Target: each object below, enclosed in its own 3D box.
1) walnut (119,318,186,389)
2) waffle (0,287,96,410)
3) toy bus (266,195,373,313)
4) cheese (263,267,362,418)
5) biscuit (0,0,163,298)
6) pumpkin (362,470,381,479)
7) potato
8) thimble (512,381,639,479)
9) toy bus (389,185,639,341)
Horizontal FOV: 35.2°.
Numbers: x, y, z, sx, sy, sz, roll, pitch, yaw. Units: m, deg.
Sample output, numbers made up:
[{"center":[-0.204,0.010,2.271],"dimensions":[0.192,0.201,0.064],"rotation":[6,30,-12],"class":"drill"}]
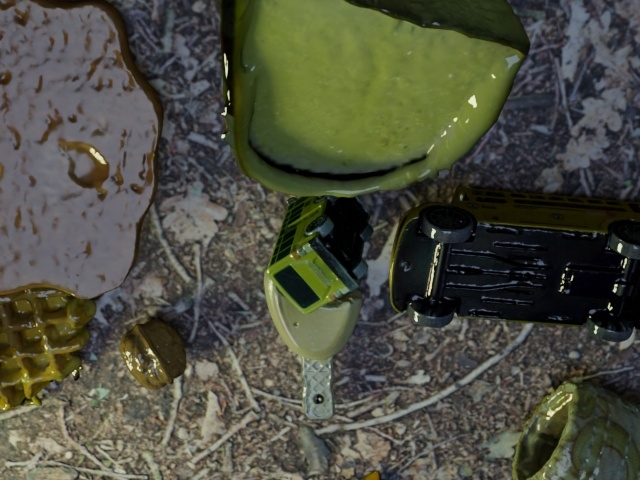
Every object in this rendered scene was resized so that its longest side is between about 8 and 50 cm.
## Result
[{"center":[-0.222,0.151,1.345],"dimensions":[0.079,0.082,0.096],"rotation":[-30,113,-15],"class":"walnut"},{"center":[-0.459,0.116,1.343],"dimensions":[0.329,0.062,0.329],"rotation":[0,115,1],"class":"waffle"},{"center":[0.000,0.000,1.214],"dimensions":[0.101,0.175,0.088],"rotation":[-33,111,23],"class":"toy bus"},{"center":[-0.008,0.138,1.345],"dimensions":[0.127,0.049,0.235],"rotation":[0,115,1],"class":"cheese"},{"center":[-0.371,-0.120,1.204],"dimensions":[0.365,0.062,0.385],"rotation":[4,104,-2],"class":"biscuit"},{"center":[0.067,0.390,1.475],"dimensions":[0.073,0.035,0.101],"rotation":[-18,112,7],"class":"pumpkin"},{"center":[0.022,-0.208,1.116],"dimensions":[0.330,0.212,0.280],"rotation":[12,134,-15],"class":"potato"},{"center":[0.361,0.283,1.359],"dimensions":[0.144,0.137,0.190],"rotation":[27,103,-11],"class":"thimble"},{"center":[0.248,0.019,1.226],"dimensions":[0.331,0.151,0.145],"rotation":[5,122,-3],"class":"toy bus"}]
